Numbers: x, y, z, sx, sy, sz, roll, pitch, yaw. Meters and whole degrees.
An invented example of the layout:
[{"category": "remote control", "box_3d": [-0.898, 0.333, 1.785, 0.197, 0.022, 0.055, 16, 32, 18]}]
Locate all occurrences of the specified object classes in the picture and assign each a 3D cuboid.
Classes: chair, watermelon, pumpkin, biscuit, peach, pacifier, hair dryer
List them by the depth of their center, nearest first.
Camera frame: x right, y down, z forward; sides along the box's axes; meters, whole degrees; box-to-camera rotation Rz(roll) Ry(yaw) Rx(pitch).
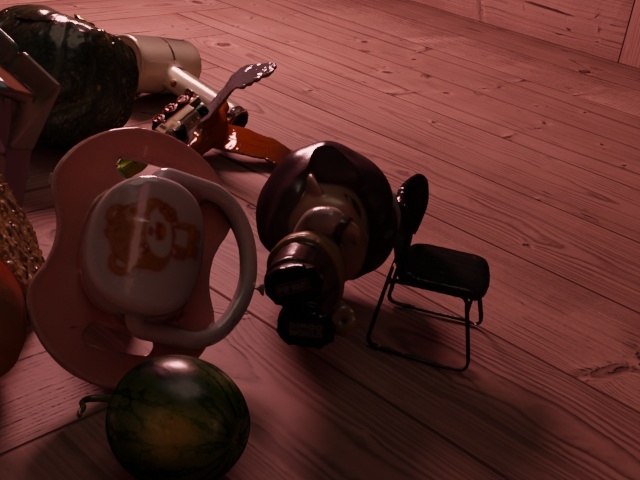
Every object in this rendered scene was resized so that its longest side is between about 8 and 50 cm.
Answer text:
[{"category": "watermelon", "box_3d": [-0.165, 0.182, 0.942, 0.187, 0.140, 0.141, 16, 27, 24]}, {"category": "peach", "box_3d": [-0.426, 0.090, 1.028, 0.184, 0.184, 0.184, 6, 27, -3]}, {"category": "pacifier", "box_3d": [-0.239, 0.023, 1.133, 0.273, 0.332, 0.220, -2, -19, 26]}, {"category": "biscuit", "box_3d": [-0.415, -0.012, 1.196, 0.033, 0.219, 0.220, -23, 31, -4]}, {"category": "chair", "box_3d": [0.159, 0.038, 1.222, 0.145, 0.221, 0.140, 13, 26, 12]}, {"category": "pumpkin", "box_3d": [-0.500, -0.304, 1.698, 0.328, 0.257, 0.291, 23, 2, 8]}, {"category": "hair dryer", "box_3d": [-0.285, -0.329, 1.959, 0.362, 0.128, 0.203, 35, 24, 24]}]

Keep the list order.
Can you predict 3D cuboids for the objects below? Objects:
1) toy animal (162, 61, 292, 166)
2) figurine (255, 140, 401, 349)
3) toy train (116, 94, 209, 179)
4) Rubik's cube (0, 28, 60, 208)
[{"category": "toy animal", "box_3d": [-0.216, -0.179, 1.720, 0.302, 0.225, 0.284, 13, 45, 39]}, {"category": "figurine", "box_3d": [0.017, -0.007, 1.215, 0.206, 0.218, 0.365, -28, 20, 5]}, {"category": "toy train", "box_3d": [-0.301, -0.179, 1.621, 0.085, 0.053, 0.250, 26, 58, 38]}, {"category": "Rubik's cube", "box_3d": [-0.599, -0.190, 1.340, 0.387, 0.368, 0.358, 9, 5, 6]}]
